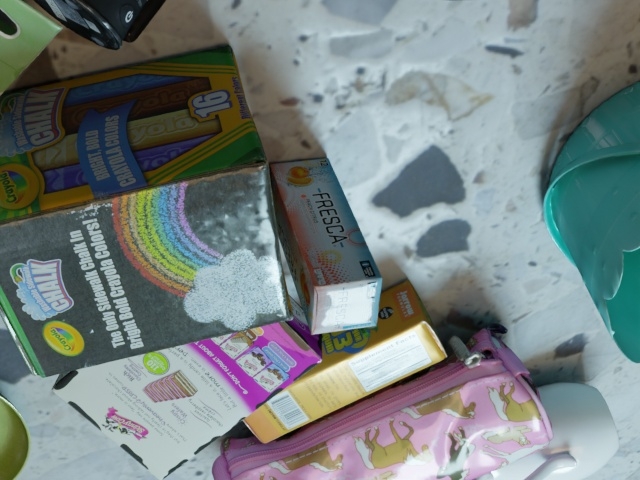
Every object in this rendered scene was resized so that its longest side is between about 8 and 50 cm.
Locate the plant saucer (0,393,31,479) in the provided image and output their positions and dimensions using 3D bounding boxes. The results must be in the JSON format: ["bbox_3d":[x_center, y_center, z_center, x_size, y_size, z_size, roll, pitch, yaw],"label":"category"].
[{"bbox_3d":[-0.436,0.212,0.985,0.240,0.037,0.241,-9,131,-10],"label":"plant saucer"}]

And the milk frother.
[{"bbox_3d":[-0.169,-0.225,0.661,0.143,0.129,0.135,33,79,-5],"label":"milk frother"}]

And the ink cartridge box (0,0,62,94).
[{"bbox_3d":[-0.299,-0.139,0.692,0.209,0.062,0.109,-37,130,26],"label":"ink cartridge box"}]

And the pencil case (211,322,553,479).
[{"bbox_3d":[0.071,0.240,1.080,0.386,0.160,0.167,-26,92,7],"label":"pencil case"}]

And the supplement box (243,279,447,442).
[{"bbox_3d":[0.017,0.135,1.027,0.233,0.078,0.080,-25,129,5],"label":"supplement box"}]

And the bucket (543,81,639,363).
[{"bbox_3d":[0.374,-0.023,0.927,0.281,0.183,0.281,-8,130,-10],"label":"bucket"}]

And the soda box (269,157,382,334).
[{"bbox_3d":[0.000,0.000,0.835,0.063,0.183,0.058,-7,131,-12],"label":"soda box"}]

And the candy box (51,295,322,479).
[{"bbox_3d":[-0.135,0.121,0.945,0.233,0.071,0.159,-38,109,16],"label":"candy box"}]

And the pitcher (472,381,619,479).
[{"bbox_3d":[0.269,0.266,1.148,0.207,0.178,0.126,-19,106,2],"label":"pitcher"}]

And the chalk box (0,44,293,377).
[{"bbox_3d":[-0.187,-0.019,0.770,0.288,0.179,0.180,-12,132,-5],"label":"chalk box"}]
